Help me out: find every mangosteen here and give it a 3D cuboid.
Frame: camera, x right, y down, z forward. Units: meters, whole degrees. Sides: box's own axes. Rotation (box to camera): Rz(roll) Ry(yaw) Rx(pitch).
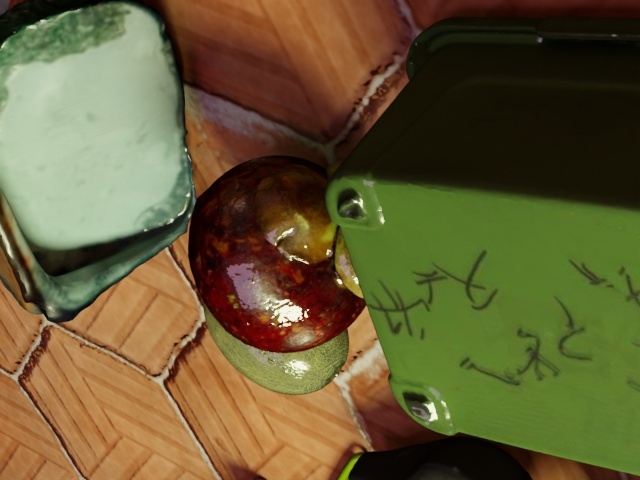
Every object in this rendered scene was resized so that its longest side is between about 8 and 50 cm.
[{"bbox_3d":[-0.008,-0.006,1.075,0.181,0.156,0.146,-42,65,25],"label":"mangosteen"}]

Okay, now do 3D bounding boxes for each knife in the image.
[{"bbox_3d":[0.013,0.244,1.371,0.022,0.026,0.184,6,142,-16],"label":"knife"}]

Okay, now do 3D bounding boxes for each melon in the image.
[{"bbox_3d":[-0.037,0.068,1.188,0.130,0.098,0.098,36,142,6],"label":"melon"}]

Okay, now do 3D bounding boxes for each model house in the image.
[{"bbox_3d":[-0.259,-0.117,1.188,0.291,0.184,0.253,32,150,37],"label":"model house"}]

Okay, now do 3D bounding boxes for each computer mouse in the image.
[{"bbox_3d":[0.119,0.217,1.189,0.147,0.088,0.264,52,153,-7],"label":"computer mouse"}]

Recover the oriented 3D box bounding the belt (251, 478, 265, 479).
[{"bbox_3d":[-0.030,0.341,1.476,0.071,0.053,0.232,-4,122,46],"label":"belt"}]

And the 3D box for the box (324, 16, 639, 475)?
[{"bbox_3d":[0.174,0.011,0.874,0.328,0.178,0.253,6,127,39],"label":"box"}]
